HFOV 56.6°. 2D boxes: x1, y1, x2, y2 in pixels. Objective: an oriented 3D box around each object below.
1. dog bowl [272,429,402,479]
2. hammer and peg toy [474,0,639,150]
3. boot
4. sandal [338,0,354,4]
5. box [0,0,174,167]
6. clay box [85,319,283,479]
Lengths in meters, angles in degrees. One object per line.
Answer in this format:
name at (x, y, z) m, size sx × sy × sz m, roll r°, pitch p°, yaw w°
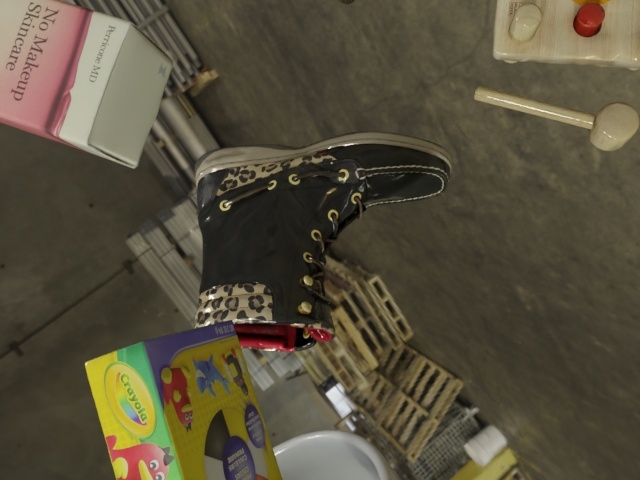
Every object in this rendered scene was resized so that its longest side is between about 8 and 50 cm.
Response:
dog bowl at (-0.021, 0.311, 0.538) m, size 0.104 × 0.265 × 0.265 m, roll 53°, pitch 169°, yaw -19°
hammer and peg toy at (0.375, -0.326, 0.857) m, size 0.265 × 0.362 × 0.127 m, roll 7°, pitch 174°, yaw 8°
boot at (0.000, 0.000, 0.821) m, size 0.138 × 0.377 × 0.284 m, roll 84°, pitch -175°, yaw -61°
sandal at (-0.025, -0.429, 0.911) m, size 0.219 × 0.090 × 0.060 m, roll 47°, pitch 127°, yaw 12°
box at (-0.322, -0.199, 0.709) m, size 0.232 × 0.149 × 0.127 m, roll 18°, pitch 178°, yaw 10°
clay box at (-0.073, 0.173, 0.409) m, size 0.222 × 0.053 × 0.127 m, roll 70°, pitch -164°, yaw 7°
